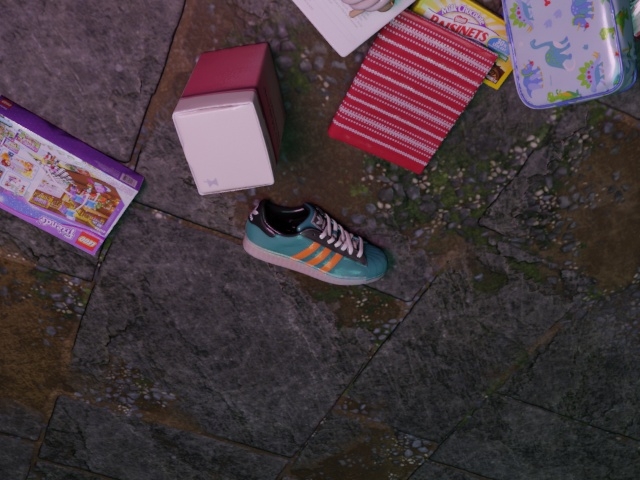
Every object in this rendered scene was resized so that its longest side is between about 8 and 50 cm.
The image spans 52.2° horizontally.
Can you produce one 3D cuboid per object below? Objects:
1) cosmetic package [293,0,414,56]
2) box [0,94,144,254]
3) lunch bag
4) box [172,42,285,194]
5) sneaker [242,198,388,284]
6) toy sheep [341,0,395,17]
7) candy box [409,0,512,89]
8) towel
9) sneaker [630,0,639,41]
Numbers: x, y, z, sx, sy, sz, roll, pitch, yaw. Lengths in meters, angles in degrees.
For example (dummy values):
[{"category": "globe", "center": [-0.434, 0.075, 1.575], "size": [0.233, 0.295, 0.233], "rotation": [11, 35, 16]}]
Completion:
[{"category": "cosmetic package", "center": [0.056, -0.404, 0.959], "size": [0.183, 0.151, 0.151], "rotation": [-33, 120, 25]}, {"category": "box", "center": [-0.520, -0.116, 1.256], "size": [0.293, 0.057, 0.201], "rotation": [31, 122, -21]}, {"category": "lunch bag", "center": [0.371, -0.316, 0.986], "size": [0.176, 0.090, 0.219], "rotation": [-6, 99, 44]}, {"category": "box", "center": [-0.139, -0.204, 1.068], "size": [0.127, 0.232, 0.148], "rotation": [-7, 128, 8]}, {"category": "sneaker", "center": [0.000, 0.000, 1.301], "size": [0.302, 0.108, 0.121], "rotation": [13, 131, -7]}, {"category": "toy sheep", "center": [0.053, -0.347, 0.855], "size": [0.091, 0.091, 0.132], "rotation": [-36, 137, 26]}, {"category": "candy box", "center": [0.240, -0.341, 1.082], "size": [0.206, 0.027, 0.105], "rotation": [23, 123, -16]}, {"category": "towel", "center": [0.151, -0.250, 1.134], "size": [0.199, 0.031, 0.275], "rotation": [22, 130, -12]}, {"category": "sneaker", "center": [0.485, -0.374, 1.011], "size": [0.299, 0.121, 0.112], "rotation": [-40, 82, 38]}]
